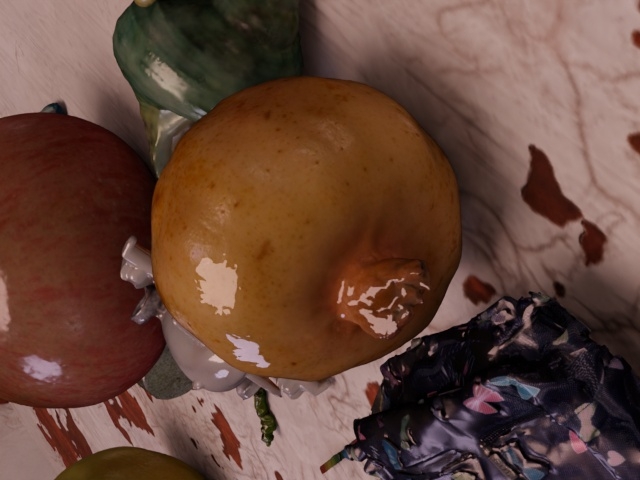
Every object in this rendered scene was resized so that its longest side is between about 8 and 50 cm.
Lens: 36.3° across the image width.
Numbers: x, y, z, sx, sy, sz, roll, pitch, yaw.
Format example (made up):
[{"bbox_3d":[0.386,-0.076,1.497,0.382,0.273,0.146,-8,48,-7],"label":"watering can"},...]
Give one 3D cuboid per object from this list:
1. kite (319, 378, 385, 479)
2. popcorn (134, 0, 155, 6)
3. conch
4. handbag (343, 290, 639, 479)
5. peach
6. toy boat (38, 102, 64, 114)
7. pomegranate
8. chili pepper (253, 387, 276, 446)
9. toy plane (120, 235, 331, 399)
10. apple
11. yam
[{"bbox_3d":[0.068,0.224,0.939,0.152,0.015,0.285,58,151,12],"label":"kite"},{"bbox_3d":[-0.140,-0.257,0.649,0.187,0.185,0.167,55,131,37],"label":"popcorn"},{"bbox_3d":[-0.077,-0.117,0.742,0.176,0.122,0.188,40,156,-4],"label":"conch"},{"bbox_3d":[0.120,0.124,0.621,0.162,0.113,0.260,40,152,-5],"label":"handbag"},{"bbox_3d":[-0.288,0.473,1.495,0.315,0.314,0.282,12,97,29],"label":"peach"},{"bbox_3d":[-0.396,-0.106,1.387,0.096,0.061,0.299,56,153,12],"label":"toy boat"},{"bbox_3d":[-0.009,-0.006,0.635,0.207,0.207,0.207,42,148,34],"label":"pomegranate"},{"bbox_3d":[-0.067,0.206,1.153,0.027,0.022,0.083,27,134,51],"label":"chili pepper"},{"bbox_3d":[-0.094,0.079,0.948,0.244,0.117,0.245,37,-179,-1],"label":"toy plane"},{"bbox_3d":[-0.319,0.030,1.101,0.344,0.269,0.345,12,104,54],"label":"apple"},{"bbox_3d":[-0.250,0.134,1.317,0.259,0.106,0.106,22,134,52],"label":"yam"}]
